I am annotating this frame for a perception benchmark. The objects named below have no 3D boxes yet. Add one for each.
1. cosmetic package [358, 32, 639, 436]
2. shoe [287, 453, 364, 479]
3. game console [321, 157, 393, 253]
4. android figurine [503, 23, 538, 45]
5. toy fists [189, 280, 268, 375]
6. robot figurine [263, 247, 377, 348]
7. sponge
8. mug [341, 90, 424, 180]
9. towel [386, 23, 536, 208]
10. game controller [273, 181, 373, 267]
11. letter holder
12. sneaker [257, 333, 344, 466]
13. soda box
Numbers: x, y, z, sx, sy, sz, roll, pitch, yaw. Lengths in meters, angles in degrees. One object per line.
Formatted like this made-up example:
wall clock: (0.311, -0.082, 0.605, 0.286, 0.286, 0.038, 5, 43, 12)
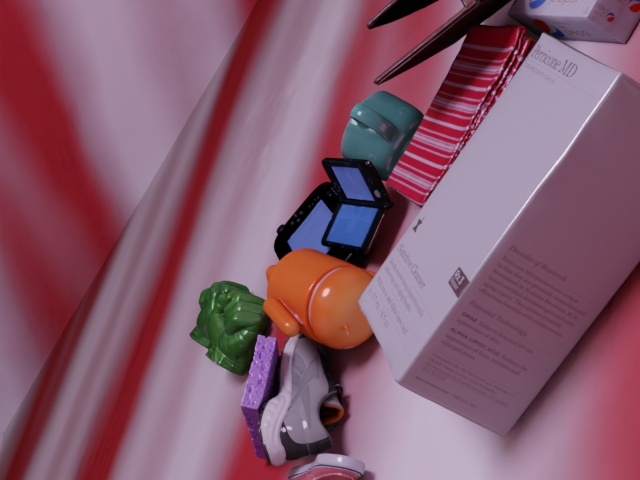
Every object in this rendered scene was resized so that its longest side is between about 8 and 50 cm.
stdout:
cosmetic package: (0.222, -0.011, 1.057, 0.385, 0.156, 0.217, -58, 20, 13)
shoe: (0.000, 0.337, 1.285, 0.178, 0.063, 0.081, -38, 32, 57)
game console: (0.039, -0.058, 1.530, 0.085, 0.124, 0.144, -38, 23, -22)
android figurine: (0.237, -0.195, 1.388, 0.273, 0.056, 0.248, -20, 46, 63)
toy fists: (-0.178, 0.153, 1.866, 0.142, 0.096, 0.279, -62, 20, -2)
robot figurine: (0.005, 0.087, 1.440, 0.219, 0.158, 0.128, 20, 91, 50)
sponge: (-0.083, 0.242, 1.471, 0.210, 0.031, 0.117, 86, -166, -57)
mug: (0.102, -0.156, 1.523, 0.158, 0.097, 0.129, -25, -38, -51)
towel: (0.188, -0.178, 1.362, 0.275, 0.031, 0.199, -61, 18, 7)
game controller: (0.000, 0.000, 1.680, 0.166, 0.067, 0.319, -58, 22, 10)
letter holder: (0.164, -0.366, 1.412, 0.214, 0.152, 0.302, -37, 0, 38)
sneaker: (-0.011, 0.225, 1.422, 0.108, 0.100, 0.271, -6, 31, 13)
soda box: (0.335, -0.311, 1.279, 0.074, 0.069, 0.216, -61, 21, 4)
